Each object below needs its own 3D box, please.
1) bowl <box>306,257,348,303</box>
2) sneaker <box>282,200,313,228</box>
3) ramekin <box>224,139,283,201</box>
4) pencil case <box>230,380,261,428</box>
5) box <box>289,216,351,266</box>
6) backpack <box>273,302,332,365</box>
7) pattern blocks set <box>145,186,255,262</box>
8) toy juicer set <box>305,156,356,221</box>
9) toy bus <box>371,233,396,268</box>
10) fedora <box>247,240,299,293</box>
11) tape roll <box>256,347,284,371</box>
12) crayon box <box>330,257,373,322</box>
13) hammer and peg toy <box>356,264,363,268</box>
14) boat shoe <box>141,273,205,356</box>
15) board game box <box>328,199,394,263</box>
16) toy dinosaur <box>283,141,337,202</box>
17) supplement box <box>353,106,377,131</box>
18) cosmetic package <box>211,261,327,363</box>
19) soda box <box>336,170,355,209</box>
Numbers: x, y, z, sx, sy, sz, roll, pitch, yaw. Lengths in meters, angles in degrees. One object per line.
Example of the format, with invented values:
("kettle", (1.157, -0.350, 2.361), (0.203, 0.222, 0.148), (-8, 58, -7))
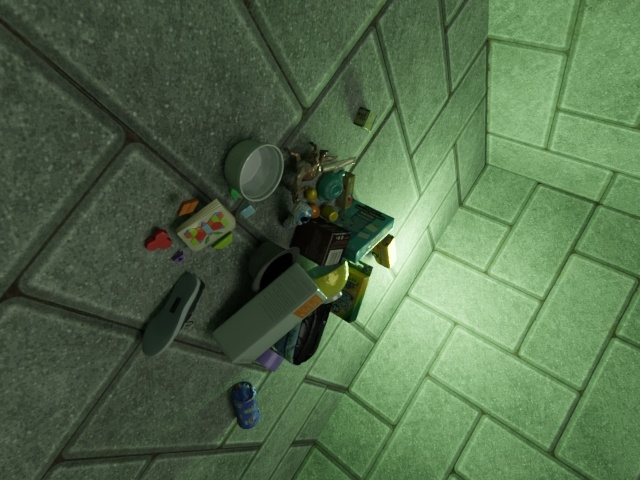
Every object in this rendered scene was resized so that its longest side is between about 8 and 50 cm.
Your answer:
("bowl", (0.024, 0.216, 2.017), (0.289, 0.289, 0.156), (-30, 100, -42))
("sneaker", (-0.098, -0.090, 1.723), (0.085, 0.086, 0.237), (-48, -177, -24))
("ramekin", (-0.236, -0.250, 1.429), (0.207, 0.109, 0.207), (-38, 143, -35))
("pencil case", (-0.381, 0.854, 2.127), (0.133, 0.119, 0.306), (-13, 132, -16))
("box", (0.000, 0.000, 1.913), (0.168, 0.203, 0.167), (-6, 119, -56))
("backpack", (-0.102, 0.464, 2.139), (0.290, 0.273, 0.356), (0, 95, -60))
("pattern blocks set", (-0.378, -0.043, 1.362), (0.324, 0.026, 0.285), (-42, 150, 4))
("toy juicer set", (0.020, -0.246, 1.875), (0.209, 0.089, 0.329), (0, 118, -37))
("toy bus", (0.406, 0.040, 2.653), (0.108, 0.130, 0.333), (-49, 148, -21))
("fedora", (-0.217, 0.098, 1.732), (0.243, 0.124, 0.276), (-29, 151, -40))
("tape roll", (-0.271, 0.539, 1.965), (0.080, 0.188, 0.189), (-53, 150, -12))
("crayon box", (0.138, 0.252, 2.215), (0.083, 0.203, 0.323), (-8, 119, -55))
("hammer and peg toy", (0.196, 0.288, 2.478), (0.361, 0.127, 0.266), (-21, 136, -65))
("boat shoe", (-0.508, 0.267, 1.449), (0.105, 0.113, 0.307), (63, 45, -62))
("board game box", (0.177, -0.054, 2.092), (0.336, 0.253, 0.079), (-38, 144, -34))
("toy dinosaur", (-0.054, -0.279, 1.679), (0.295, 0.127, 0.201), (-32, 139, -47))
("supplement box", (0.208, -0.561, 1.907), (0.083, 0.056, 0.083), (5, 110, -58))
("cosmetic package", (-0.205, 0.315, 1.746), (0.453, 0.161, 0.230), (-40, 160, -2))
("soda box", (0.124, -0.246, 2.040), (0.058, 0.061, 0.182), (-32, 139, -42))
